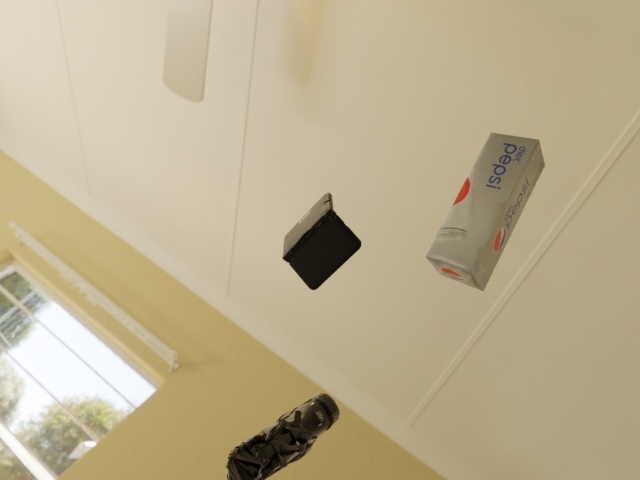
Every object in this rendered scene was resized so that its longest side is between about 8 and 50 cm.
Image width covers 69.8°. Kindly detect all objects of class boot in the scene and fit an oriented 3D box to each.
[{"bbox_3d":[-0.043,0.191,0.419,0.045,0.099,0.121,52,-52,17],"label":"boot"}]

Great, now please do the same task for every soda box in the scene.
[{"bbox_3d":[0.313,-0.058,0.864,0.098,0.286,0.091,22,-12,40],"label":"soda box"}]

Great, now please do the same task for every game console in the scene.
[{"bbox_3d":[0.000,0.000,0.760,0.071,0.107,0.122,36,-66,-21],"label":"game console"}]
